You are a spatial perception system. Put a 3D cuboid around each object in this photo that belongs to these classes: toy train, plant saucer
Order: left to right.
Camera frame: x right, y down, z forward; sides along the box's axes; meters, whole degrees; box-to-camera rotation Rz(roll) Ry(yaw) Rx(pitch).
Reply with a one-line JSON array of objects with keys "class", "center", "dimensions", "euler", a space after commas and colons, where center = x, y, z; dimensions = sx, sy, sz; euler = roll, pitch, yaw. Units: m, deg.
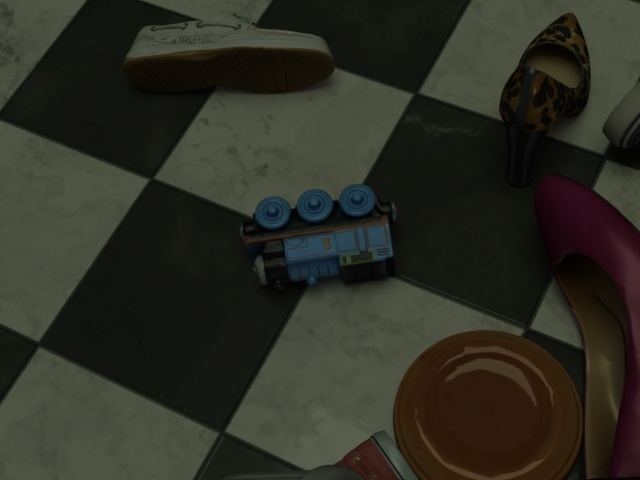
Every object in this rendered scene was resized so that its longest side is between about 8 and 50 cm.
[{"class": "toy train", "center": [0.000, 0.000, 1.177], "dimensions": [0.184, 0.080, 0.105], "euler": [-8, 65, 2]}, {"class": "plant saucer", "center": [0.175, 0.181, 1.071], "dimensions": [0.200, 0.037, 0.200], "euler": [-3, 60, 6]}]

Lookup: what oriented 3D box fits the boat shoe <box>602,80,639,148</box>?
[{"class": "boat shoe", "center": [0.504, -0.166, 1.180], "dimensions": [0.340, 0.127, 0.158], "euler": [-31, 67, -10]}]

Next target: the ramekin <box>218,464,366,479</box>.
[{"class": "ramekin", "center": [-0.045, 0.326, 0.893], "dimensions": [0.127, 0.273, 0.273], "euler": [1, 59, 23]}]

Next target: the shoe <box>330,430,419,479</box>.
[{"class": "shoe", "center": [0.075, 0.278, 1.016], "dimensions": [0.081, 0.063, 0.178], "euler": [-31, 56, -9]}]

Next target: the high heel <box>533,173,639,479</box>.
[{"class": "high heel", "center": [0.275, 0.103, 1.045], "dimensions": [0.181, 0.127, 0.377], "euler": [-20, 62, -17]}]

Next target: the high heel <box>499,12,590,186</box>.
[{"class": "high heel", "center": [0.272, -0.212, 1.199], "dimensions": [0.093, 0.186, 0.261], "euler": [15, 63, 15]}]

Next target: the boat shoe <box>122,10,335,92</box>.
[{"class": "boat shoe", "center": [-0.116, -0.253, 1.325], "dimensions": [0.277, 0.098, 0.096], "euler": [2, 61, 10]}]

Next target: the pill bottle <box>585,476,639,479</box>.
[{"class": "pill bottle", "center": [0.308, 0.301, 0.824], "dimensions": [0.392, 0.224, 0.224], "euler": [-10, 57, 26]}]
